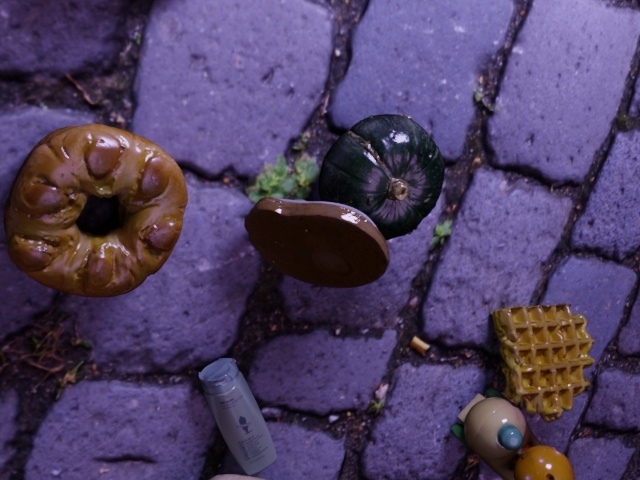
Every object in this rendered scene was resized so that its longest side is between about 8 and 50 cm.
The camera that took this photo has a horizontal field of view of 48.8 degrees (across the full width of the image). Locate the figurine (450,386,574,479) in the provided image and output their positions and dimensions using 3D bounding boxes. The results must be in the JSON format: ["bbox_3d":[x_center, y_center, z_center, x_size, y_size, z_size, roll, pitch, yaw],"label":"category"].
[{"bbox_3d":[0.390,0.416,1.359,0.124,0.222,0.324,-46,123,-8],"label":"figurine"}]

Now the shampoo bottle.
[{"bbox_3d":[-0.131,0.284,1.129,0.072,0.049,0.212,-26,120,-12],"label":"shampoo bottle"}]

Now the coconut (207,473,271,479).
[{"bbox_3d":[-0.128,0.557,1.094,0.353,0.353,0.352,-11,114,-24],"label":"coconut"}]

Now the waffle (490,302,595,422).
[{"bbox_3d":[0.441,0.232,1.345,0.229,0.057,0.219,1,75,-28],"label":"waffle"}]

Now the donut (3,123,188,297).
[{"bbox_3d":[-0.279,-0.037,0.881,0.227,0.114,0.226,-10,114,-25],"label":"donut"}]

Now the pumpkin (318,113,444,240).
[{"bbox_3d":[0.090,-0.090,1.036,0.190,0.146,0.190,-3,127,-4],"label":"pumpkin"}]

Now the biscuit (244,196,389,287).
[{"bbox_3d":[0.000,0.000,1.016,0.181,0.208,0.049,67,33,-49],"label":"biscuit"}]
